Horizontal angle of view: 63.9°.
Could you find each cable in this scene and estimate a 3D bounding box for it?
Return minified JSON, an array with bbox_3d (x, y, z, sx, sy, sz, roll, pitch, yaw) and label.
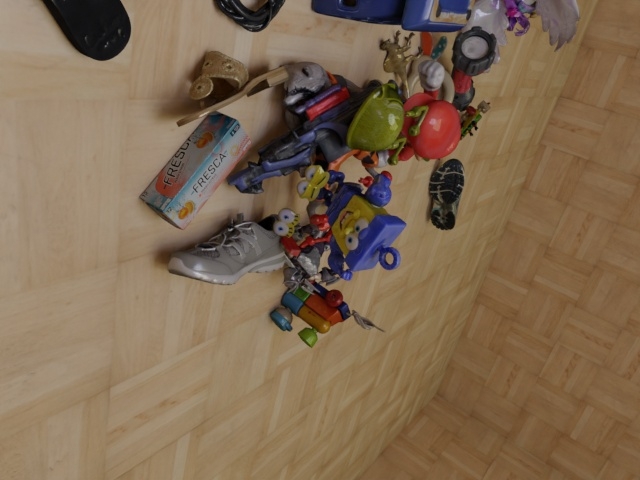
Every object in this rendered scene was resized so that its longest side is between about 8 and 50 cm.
[{"bbox_3d":[-0.090,-0.395,0.727,0.150,0.047,0.185,-37,141,-46],"label":"cable"}]

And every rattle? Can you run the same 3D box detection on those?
[{"bbox_3d":[0.267,-0.402,1.280,0.142,0.130,0.200,-23,106,-67],"label":"rattle"}]

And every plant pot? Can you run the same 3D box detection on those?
[{"bbox_3d":[0.150,-0.476,0.864,0.236,0.212,0.236,-25,136,-49],"label":"plant pot"}]

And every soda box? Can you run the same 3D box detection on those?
[{"bbox_3d":[-0.189,-0.110,0.791,0.183,0.058,0.063,-55,151,-14],"label":"soda box"}]

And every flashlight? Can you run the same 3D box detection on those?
[{"bbox_3d":[0.374,-0.421,1.315,0.103,0.103,0.304,-57,168,-4],"label":"flashlight"}]

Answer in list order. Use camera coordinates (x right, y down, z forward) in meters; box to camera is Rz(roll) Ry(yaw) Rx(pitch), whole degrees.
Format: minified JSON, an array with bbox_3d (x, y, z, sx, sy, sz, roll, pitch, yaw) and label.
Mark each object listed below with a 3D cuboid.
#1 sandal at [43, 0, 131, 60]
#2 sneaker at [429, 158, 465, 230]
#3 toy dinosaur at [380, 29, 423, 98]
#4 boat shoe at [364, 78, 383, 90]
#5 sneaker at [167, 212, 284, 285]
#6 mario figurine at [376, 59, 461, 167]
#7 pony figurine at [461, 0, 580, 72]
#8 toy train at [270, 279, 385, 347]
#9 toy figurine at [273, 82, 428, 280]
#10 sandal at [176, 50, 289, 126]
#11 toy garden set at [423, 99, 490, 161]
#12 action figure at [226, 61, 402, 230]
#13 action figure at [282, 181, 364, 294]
[{"bbox_3d":[-0.268,-0.288,0.507,0.097,0.054,0.254,-56,151,-10],"label":"sandal"},{"bbox_3d":[0.428,-0.173,1.735,0.283,0.110,0.122,88,22,-47],"label":"sneaker"},{"bbox_3d":[0.182,-0.411,1.162,0.092,0.053,0.183,-46,144,2],"label":"toy dinosaur"},{"bbox_3d":[0.098,-0.275,1.120,0.049,0.056,0.152,-24,134,-56],"label":"boat shoe"},{"bbox_3d":[-0.164,0.006,0.921,0.281,0.105,0.115,-15,113,-62],"label":"sneaker"},{"bbox_3d":[0.172,-0.260,1.081,0.170,0.320,0.198,-14,104,-5],"label":"mario figurine"},{"bbox_3d":[0.507,-0.640,1.302,0.363,0.302,0.351,-30,106,-40],"label":"pony figurine"},{"bbox_3d":[0.009,0.191,1.188,0.143,0.248,0.105,-46,149,-17],"label":"toy train"},{"bbox_3d":[0.099,-0.051,0.882,0.191,0.217,0.362,6,130,-44],"label":"toy figurine"},{"bbox_3d":[-0.141,-0.243,0.762,0.240,0.088,0.079,-42,115,-45],"label":"sandal"},{"bbox_3d":[0.436,-0.334,1.541,0.244,0.049,0.204,-34,167,-41],"label":"toy garden set"},{"bbox_3d":[-0.020,-0.178,0.969,0.341,0.178,0.330,-25,135,-8],"label":"action figure"},{"bbox_3d":[0.000,0.000,1.146,0.285,0.099,0.185,-56,138,-23],"label":"action figure"}]
